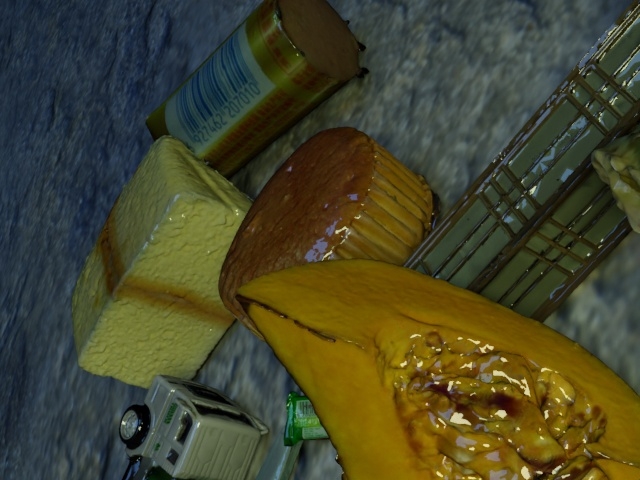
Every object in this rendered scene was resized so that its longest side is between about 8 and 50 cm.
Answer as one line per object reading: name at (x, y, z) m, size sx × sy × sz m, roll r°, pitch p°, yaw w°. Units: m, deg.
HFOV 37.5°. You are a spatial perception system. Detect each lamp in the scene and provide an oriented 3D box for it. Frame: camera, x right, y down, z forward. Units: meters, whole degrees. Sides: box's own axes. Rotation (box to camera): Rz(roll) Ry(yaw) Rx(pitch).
lamp at (0.178, -0.051, 0.630) m, size 0.325 × 0.090 × 0.089 m, roll -50°, pitch 36°, yaw 19°

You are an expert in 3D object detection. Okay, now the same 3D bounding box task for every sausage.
sausage at (-0.090, -0.145, 1.027) m, size 0.317 × 0.125 × 0.117 m, roll -34°, pitch 44°, yaw 42°

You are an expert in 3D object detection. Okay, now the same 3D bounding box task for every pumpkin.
pumpkin at (0.078, 0.123, 0.590) m, size 0.111 × 0.278 × 0.163 m, roll -47°, pitch -24°, yaw -55°

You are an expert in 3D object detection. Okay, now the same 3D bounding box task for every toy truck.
toy truck at (-0.144, 0.253, 0.855) m, size 0.125 × 0.101 × 0.242 m, roll 23°, pitch 90°, yaw 53°

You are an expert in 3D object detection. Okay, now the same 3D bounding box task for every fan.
fan at (-0.041, 0.215, 0.812) m, size 0.057 × 0.023 × 0.282 m, roll 30°, pitch 95°, yaw 57°

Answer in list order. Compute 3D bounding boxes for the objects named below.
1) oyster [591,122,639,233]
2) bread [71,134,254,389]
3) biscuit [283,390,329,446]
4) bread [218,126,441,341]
oyster at (0.280, -0.011, 0.425) m, size 0.351 × 0.115 × 0.238 m, roll 21°, pitch 69°, yaw 41°
bread at (-0.160, 0.017, 1.000) m, size 0.240 × 0.135 × 0.178 m, roll -56°, pitch 31°, yaw 20°
biscuit at (0.009, 0.145, 0.775) m, size 0.089 × 0.016 × 0.046 m, roll -11°, pitch 70°, yaw 34°
bread at (-0.001, 0.000, 0.799) m, size 0.199 × 0.104 × 0.199 m, roll -38°, pitch 32°, yaw 29°
